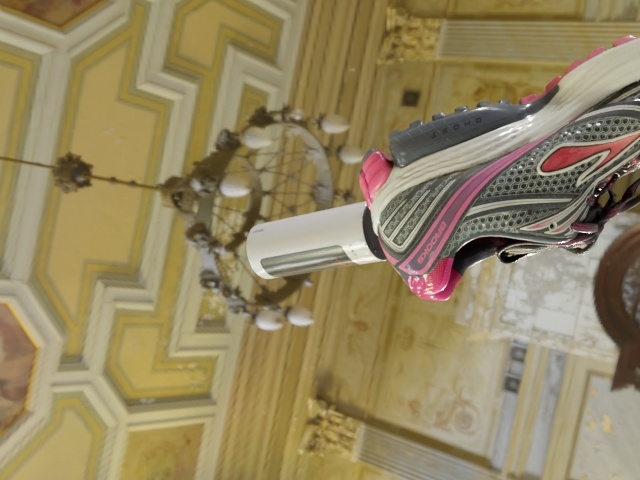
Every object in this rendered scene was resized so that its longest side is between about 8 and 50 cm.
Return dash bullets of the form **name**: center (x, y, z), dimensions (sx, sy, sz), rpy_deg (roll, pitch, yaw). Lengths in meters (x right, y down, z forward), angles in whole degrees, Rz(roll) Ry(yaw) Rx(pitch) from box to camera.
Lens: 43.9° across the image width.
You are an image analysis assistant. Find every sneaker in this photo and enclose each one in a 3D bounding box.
- **sneaker**: center (0.182, -0.050, 0.556), dimensions (0.121, 0.299, 0.112), rpy_deg (43, -153, -64)

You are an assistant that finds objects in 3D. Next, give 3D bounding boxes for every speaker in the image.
- **speaker**: center (0.000, 0.000, 0.718), dimensions (0.055, 0.136, 0.055), rpy_deg (17, -111, -50)
